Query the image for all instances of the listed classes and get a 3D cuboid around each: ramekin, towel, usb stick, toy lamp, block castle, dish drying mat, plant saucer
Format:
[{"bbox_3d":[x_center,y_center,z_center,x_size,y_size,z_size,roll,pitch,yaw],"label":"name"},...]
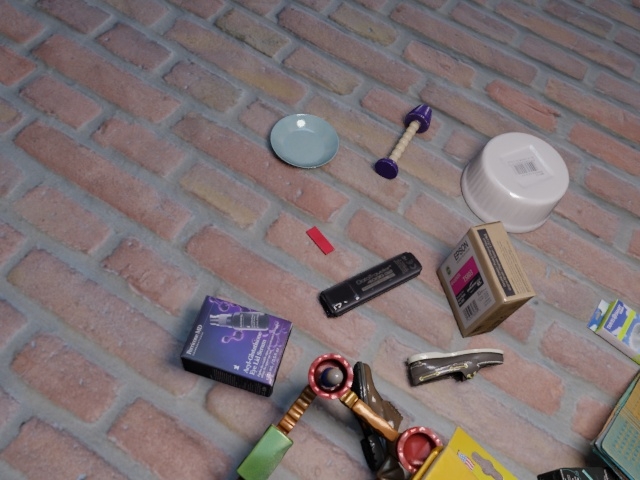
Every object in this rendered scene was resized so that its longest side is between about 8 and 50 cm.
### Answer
[{"bbox_3d":[0.550,-0.172,1.536,0.277,0.135,0.277,4,60,-7],"label":"ramekin"},{"bbox_3d":[0.759,0.461,1.201,0.370,0.040,0.271,-23,67,-43],"label":"towel"},{"bbox_3d":[0.127,0.107,1.363,0.278,0.045,0.077,-24,60,-21],"label":"usb stick"},{"bbox_3d":[0.250,-0.295,1.593,0.080,0.080,0.274,30,63,8],"label":"toy lamp"},{"bbox_3d":[-0.016,0.466,0.989,0.303,0.213,0.453,39,72,6],"label":"block castle"},{"bbox_3d":[0.000,0.000,1.423,0.032,0.008,0.083,-32,69,-24],"label":"dish drying mat"},{"bbox_3d":[-0.046,-0.275,1.554,0.195,0.037,0.194,4,61,-8],"label":"plant saucer"}]

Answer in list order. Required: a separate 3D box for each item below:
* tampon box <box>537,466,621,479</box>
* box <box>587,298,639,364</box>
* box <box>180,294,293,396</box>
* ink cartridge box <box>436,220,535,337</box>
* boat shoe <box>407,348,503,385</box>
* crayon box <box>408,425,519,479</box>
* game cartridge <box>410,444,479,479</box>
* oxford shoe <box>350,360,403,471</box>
[{"bbox_3d":[0.566,0.547,1.150,0.161,0.101,0.120,3,60,-8],"label":"tampon box"},{"bbox_3d":[0.789,0.234,1.398,0.178,0.042,0.109,38,62,12],"label":"box"},{"bbox_3d":[-0.183,0.233,1.204,0.207,0.108,0.153,17,60,0],"label":"box"},{"bbox_3d":[0.382,0.098,1.298,0.088,0.234,0.193,-10,62,-15],"label":"ink cartridge box"},{"bbox_3d":[0.318,0.295,1.270,0.228,0.081,0.068,-5,64,-4],"label":"boat shoe"},{"bbox_3d":[0.252,0.561,1.083,0.202,0.081,0.318,43,63,1],"label":"crayon box"},{"bbox_3d":[0.227,0.554,0.879,0.285,0.053,0.323,-38,88,-36],"label":"game cartridge"},{"bbox_3d":[0.125,0.373,1.195,0.096,0.083,0.227,-9,75,-17],"label":"oxford shoe"}]
